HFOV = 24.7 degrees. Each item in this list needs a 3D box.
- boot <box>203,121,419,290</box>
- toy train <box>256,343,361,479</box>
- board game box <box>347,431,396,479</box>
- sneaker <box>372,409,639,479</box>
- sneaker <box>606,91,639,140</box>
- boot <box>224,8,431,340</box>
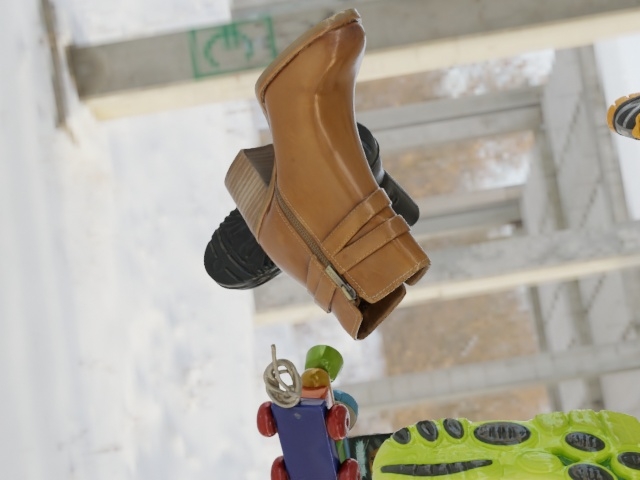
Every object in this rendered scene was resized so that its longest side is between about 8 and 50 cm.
[{"bbox_3d":[0.000,0.000,1.674,0.094,0.246,0.207,41,-8,33],"label":"boot"},{"bbox_3d":[-0.009,0.172,1.699,0.143,0.105,0.248,-69,153,-51],"label":"toy train"},{"bbox_3d":[0.091,0.343,1.898,0.026,0.126,0.186,-22,-109,62],"label":"board game box"},{"bbox_3d":[0.195,0.220,1.290,0.124,0.295,0.109,82,15,-45],"label":"sneaker"},{"bbox_3d":[0.563,-0.212,2.303,0.084,0.214,0.083,63,1,-26],"label":"sneaker"},{"bbox_3d":[0.022,-0.055,1.363,0.220,0.109,0.283,51,-46,21],"label":"boot"}]
